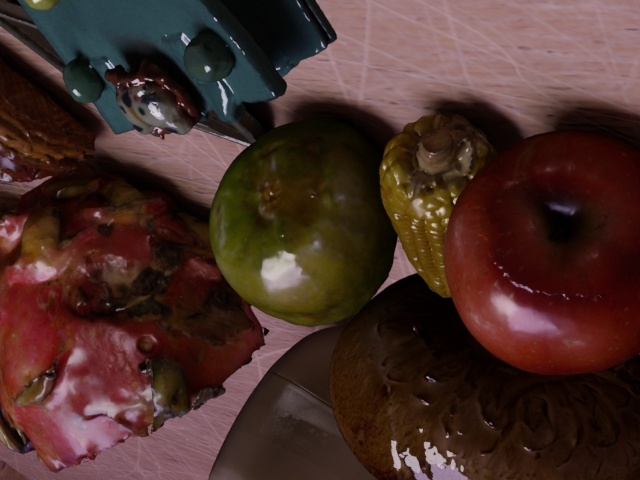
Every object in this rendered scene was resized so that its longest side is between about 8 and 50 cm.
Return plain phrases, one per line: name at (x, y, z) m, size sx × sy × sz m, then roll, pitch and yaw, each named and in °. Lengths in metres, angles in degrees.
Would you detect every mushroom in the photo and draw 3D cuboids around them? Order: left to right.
mushroom at (0.155, 0.131, 1.560) m, size 0.297 × 0.163 × 0.278 m, roll 20°, pitch -155°, yaw 9°

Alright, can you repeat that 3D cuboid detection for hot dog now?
hot dog at (-0.322, -0.127, 1.728) m, size 0.227 × 0.099 × 0.160 m, roll 33°, pitch 161°, yaw -25°

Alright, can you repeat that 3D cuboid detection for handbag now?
handbag at (-0.147, -0.191, 1.187) m, size 0.268 × 0.100 × 0.274 m, roll -4°, pitch 122°, yaw 59°

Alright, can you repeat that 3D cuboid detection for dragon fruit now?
dragon fruit at (-0.245, 0.063, 1.835) m, size 0.314 × 0.296 × 0.263 m, roll -24°, pitch 103°, yaw 34°

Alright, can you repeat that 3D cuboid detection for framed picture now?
framed picture at (-0.156, -0.133, 1.478) m, size 0.189 × 0.023 × 0.260 m, roll 19°, pitch 175°, yaw 16°

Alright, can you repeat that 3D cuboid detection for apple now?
apple at (0.175, 0.014, 1.276) m, size 0.181 × 0.181 × 0.168 m, roll 21°, pitch 155°, yaw 18°

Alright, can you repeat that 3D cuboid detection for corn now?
corn at (0.101, -0.024, 1.424) m, size 0.097 × 0.097 × 0.262 m, roll 22°, pitch 163°, yaw 16°

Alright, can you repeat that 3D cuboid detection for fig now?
fig at (-0.012, -0.010, 1.512) m, size 0.167 × 0.167 × 0.233 m, roll 27°, pitch 168°, yaw 2°

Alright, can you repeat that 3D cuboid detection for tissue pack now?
tissue pack at (0.053, 0.259, 1.974) m, size 0.267 × 0.277 × 0.387 m, roll 28°, pitch 161°, yaw 21°

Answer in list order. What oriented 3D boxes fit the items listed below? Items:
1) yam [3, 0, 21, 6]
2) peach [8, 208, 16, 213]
yam at (-0.262, -0.217, 1.452) m, size 0.299 × 0.066 × 0.066 m, roll 18°, pitch 159°, yaw 24°
peach at (-0.371, 0.069, 2.110) m, size 0.231 × 0.231 × 0.231 m, roll 24°, pitch 161°, yaw 9°
